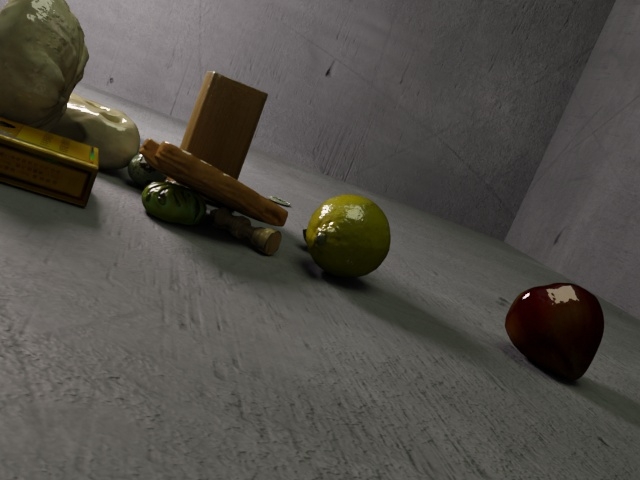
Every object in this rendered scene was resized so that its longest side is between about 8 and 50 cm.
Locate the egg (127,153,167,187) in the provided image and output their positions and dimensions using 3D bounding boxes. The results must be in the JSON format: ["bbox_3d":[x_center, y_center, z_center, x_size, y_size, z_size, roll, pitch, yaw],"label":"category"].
[{"bbox_3d":[-0.401,-0.165,1.568,0.085,0.085,0.110,26,7,21],"label":"egg"}]

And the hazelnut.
[{"bbox_3d":[0.496,0.193,1.416,0.208,0.208,0.208,22,10,-4],"label":"hazelnut"}]

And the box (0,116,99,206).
[{"bbox_3d":[-0.564,-0.165,1.229,0.302,0.084,0.193,18,10,-23],"label":"box"}]

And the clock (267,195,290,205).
[{"bbox_3d":[-0.134,-0.126,2.146,0.074,0.010,0.083,26,12,17],"label":"clock"}]

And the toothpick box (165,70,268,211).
[{"bbox_3d":[-0.266,-0.260,1.729,0.188,0.308,0.190,19,9,-19],"label":"toothpick box"}]

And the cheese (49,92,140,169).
[{"bbox_3d":[-0.559,-0.281,1.706,0.351,0.129,0.328,24,11,12],"label":"cheese"}]

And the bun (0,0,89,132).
[{"bbox_3d":[-0.617,-0.352,1.420,0.211,0.359,0.360,34,4,-27],"label":"bun"}]

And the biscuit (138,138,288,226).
[{"bbox_3d":[-0.240,-0.122,1.461,0.312,0.057,0.351,23,-6,42],"label":"biscuit"}]

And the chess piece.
[{"bbox_3d":[-0.167,-0.026,1.443,0.172,0.060,0.060,24,10,25],"label":"chess piece"}]

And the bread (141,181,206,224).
[{"bbox_3d":[-0.298,-0.078,1.390,0.139,0.071,0.130,16,8,-34],"label":"bread"}]

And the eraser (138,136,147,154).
[{"bbox_3d":[-0.517,-0.261,1.931,0.092,0.046,0.212,17,12,-26],"label":"eraser"}]

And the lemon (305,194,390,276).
[{"bbox_3d":[0.060,-0.008,1.461,0.184,0.184,0.248,25,16,16],"label":"lemon"}]

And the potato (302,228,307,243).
[{"bbox_3d":[0.000,0.000,1.632,0.096,0.066,0.103,-1,1,44],"label":"potato"}]
